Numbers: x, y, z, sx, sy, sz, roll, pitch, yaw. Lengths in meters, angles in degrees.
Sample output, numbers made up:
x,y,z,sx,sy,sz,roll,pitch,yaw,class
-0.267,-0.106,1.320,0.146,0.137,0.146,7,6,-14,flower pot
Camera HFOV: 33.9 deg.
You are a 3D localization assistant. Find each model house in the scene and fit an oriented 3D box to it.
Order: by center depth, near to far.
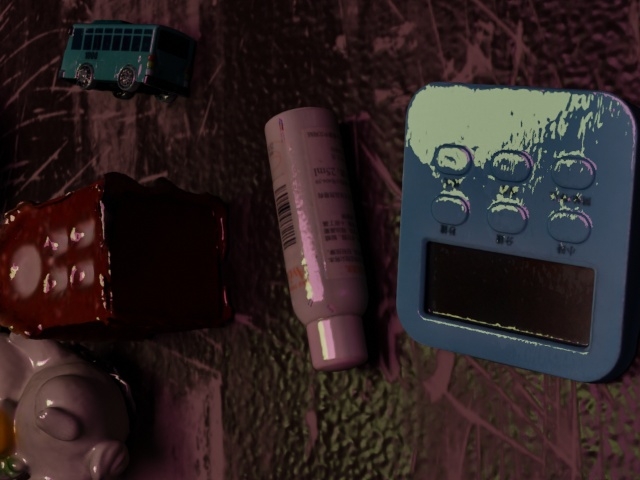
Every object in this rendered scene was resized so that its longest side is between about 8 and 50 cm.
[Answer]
x,y,z,sx,sy,sz,roll,pitch,yaw,class
-0.254,0.038,1.181,0.254,0.196,0.160,-16,75,34,model house

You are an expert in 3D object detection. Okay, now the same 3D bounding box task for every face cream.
x,y,z,sx,sy,sz,roll,pitch,yaw,class
0.000,0.000,1.072,0.082,0.082,0.269,-19,71,32,face cream

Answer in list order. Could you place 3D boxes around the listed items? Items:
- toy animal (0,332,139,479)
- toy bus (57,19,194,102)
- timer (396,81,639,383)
x,y,z,sx,sy,sz,roll,pitch,yaw,class
-0.351,0.201,1.236,0.325,0.154,0.208,-10,95,45,toy animal
-0.237,-0.221,1.280,0.160,0.079,0.091,8,88,36,toy bus
0.176,-0.009,0.944,0.232,0.091,0.250,9,92,36,timer
